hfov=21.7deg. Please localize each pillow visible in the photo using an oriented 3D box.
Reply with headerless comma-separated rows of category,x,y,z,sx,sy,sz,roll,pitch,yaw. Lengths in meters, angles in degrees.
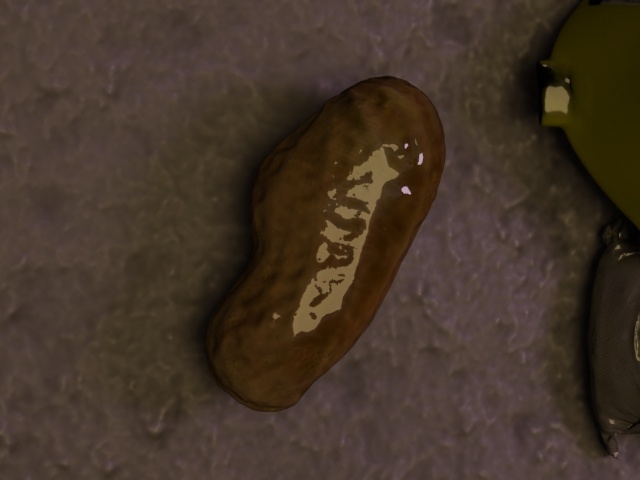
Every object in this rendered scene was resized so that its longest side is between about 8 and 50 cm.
pillow,0.305,0.068,1.163,0.255,0.059,0.169,0,91,-18

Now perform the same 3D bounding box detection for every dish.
dish,0.284,-0.119,1.098,0.262,0.108,0.221,-41,98,-20

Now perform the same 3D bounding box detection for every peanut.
peanut,0.000,0.000,1.038,0.108,0.095,0.226,25,89,-3
